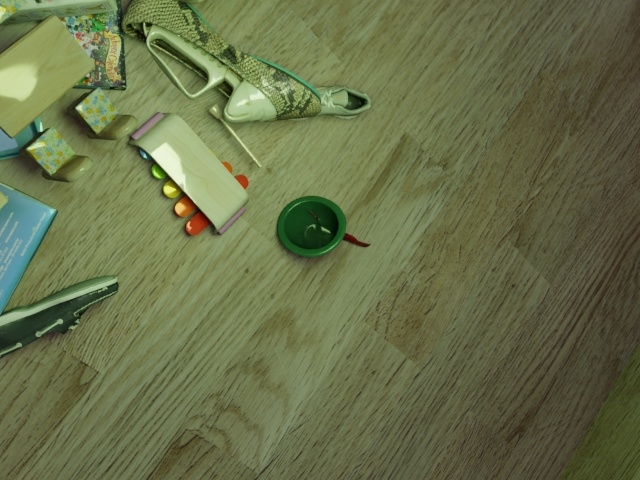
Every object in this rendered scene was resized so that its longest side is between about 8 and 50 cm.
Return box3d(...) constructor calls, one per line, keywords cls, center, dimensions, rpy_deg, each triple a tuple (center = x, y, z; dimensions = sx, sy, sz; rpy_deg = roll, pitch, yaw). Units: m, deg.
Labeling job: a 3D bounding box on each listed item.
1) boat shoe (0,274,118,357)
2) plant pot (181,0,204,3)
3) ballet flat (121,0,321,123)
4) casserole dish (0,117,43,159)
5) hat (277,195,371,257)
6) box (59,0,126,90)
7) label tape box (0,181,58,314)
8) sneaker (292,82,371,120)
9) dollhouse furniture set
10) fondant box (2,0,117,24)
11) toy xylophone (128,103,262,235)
box3d(cls="boat shoe", center=(-0.581, 0.164, 1.216), dimensions=(0.302, 0.114, 0.091), rpy_deg=(-21, 102, -9))
box3d(cls="plant pot", center=(-0.210, -0.664, 1.153), dimensions=(0.305, 0.333, 0.334), rpy_deg=(-46, 110, -26))
box3d(cls="ballet flat", center=(-0.233, -0.379, 1.268), dimensions=(0.482, 0.164, 0.182), rpy_deg=(33, 68, -12))
box3d(cls="casserole dish", center=(-0.688, -0.227, 1.172), dimensions=(0.188, 0.037, 0.114), rpy_deg=(-18, 102, -20))
box3d(cls="hat", center=(0.000, 0.000, 1.498), dimensions=(0.208, 0.183, 0.173), rpy_deg=(26, 73, 18))
box3d(cls="box", center=(-0.518, -0.455, 1.222), dimensions=(0.159, 0.044, 0.233), rpy_deg=(-4, 96, -22))
box3d(cls="label tape box", center=(-0.758, -0.033, 1.118), dimensions=(0.347, 0.115, 0.249), rpy_deg=(28, 82, -21))
box3d(cls="sneaker", center=(0.009, -0.362, 1.418), dimensions=(0.262, 0.121, 0.099), rpy_deg=(-7, 98, -22))
box3d(cls="dollhouse furniture set", center=(-0.556, -0.236, 0.972), dimensions=(0.394, 0.256, 0.362), rpy_deg=(-54, 132, -24))
box3d(cls="fondant box", center=(-0.604, -0.571, 1.108), dimensions=(0.330, 0.096, 0.239), rpy_deg=(-10, 98, -8))
box3d(cls="toy xylophone", center=(-0.281, -0.175, 1.327), dimensions=(0.236, 0.081, 0.323), rpy_deg=(-40, 107, -24))
